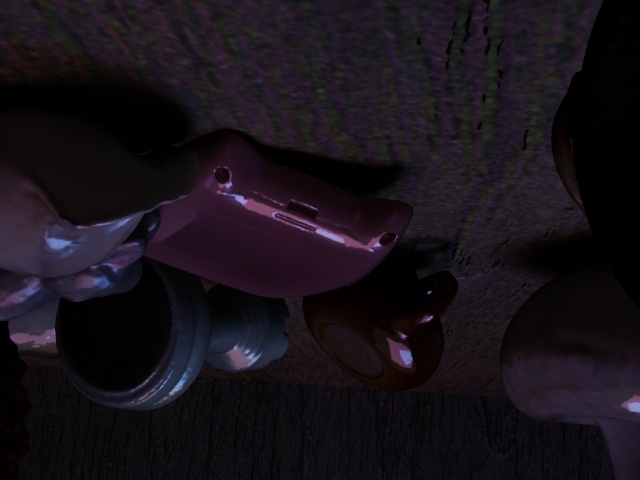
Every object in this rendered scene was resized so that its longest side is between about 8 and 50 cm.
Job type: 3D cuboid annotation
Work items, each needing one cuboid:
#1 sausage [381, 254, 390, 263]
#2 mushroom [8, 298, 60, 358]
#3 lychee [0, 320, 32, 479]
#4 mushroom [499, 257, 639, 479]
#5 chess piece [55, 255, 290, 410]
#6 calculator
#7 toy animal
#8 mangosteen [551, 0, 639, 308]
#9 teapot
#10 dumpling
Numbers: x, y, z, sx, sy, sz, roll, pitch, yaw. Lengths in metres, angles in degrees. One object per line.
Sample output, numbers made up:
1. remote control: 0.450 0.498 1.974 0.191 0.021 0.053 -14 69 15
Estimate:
1. sausage: 0.000 0.000 0.972 0.198 0.028 0.025 14 146 -39
2. mushroom: -0.421 0.104 1.333 0.344 0.130 0.247 8 162 -15
3. lychee: -0.534 0.149 0.990 0.424 0.500 0.424 -37 175 -4
4. mushroom: 0.332 0.162 0.976 0.297 0.290 0.297 3 166 1
5. chess piece: -0.159 0.106 1.179 0.194 0.195 0.299 -3 174 28
6. calculator: -0.066 -0.001 0.862 0.220 0.048 0.329 20 161 -18
7. toy animal: -0.228 0.015 0.851 0.251 0.127 0.125 2 173 34
8. mangosteen: 0.191 -0.050 0.376 0.211 0.211 0.250 6 -162 -9
9. teapot: 0.079 0.077 1.084 0.178 0.135 0.252 42 150 -11
10. dumpling: -0.183 -0.039 0.702 0.166 0.126 0.216 -20 171 -41
